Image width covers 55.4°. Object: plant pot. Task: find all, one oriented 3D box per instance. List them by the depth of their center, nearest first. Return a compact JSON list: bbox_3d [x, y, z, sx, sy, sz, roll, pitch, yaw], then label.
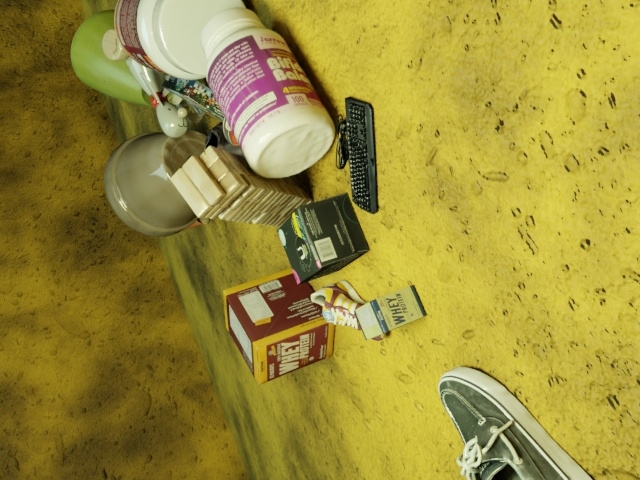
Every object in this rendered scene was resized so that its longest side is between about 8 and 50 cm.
[{"bbox_3d":[-0.435,-0.192,1.802,0.280,0.323,0.323,-15,93,51],"label":"plant pot"},{"bbox_3d":[-0.599,-0.554,1.956,0.293,0.275,0.274,37,142,29],"label":"plant pot"}]

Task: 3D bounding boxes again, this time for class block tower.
[{"bbox_3d":[-0.129,-0.092,1.150,0.091,0.335,0.097,-42,75,17],"label":"block tower"}]

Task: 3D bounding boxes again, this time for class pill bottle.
[{"bbox_3d":[-0.108,-0.277,1.115,0.301,0.169,0.169,62,155,22],"label":"pill bottle"},{"bbox_3d":[-0.314,-0.479,1.362,0.392,0.224,0.224,34,137,56],"label":"pill bottle"}]

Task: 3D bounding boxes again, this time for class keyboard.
[{"bbox_3d":[0.053,-0.140,1.021,0.100,0.038,0.192,37,138,54],"label":"keyboard"}]

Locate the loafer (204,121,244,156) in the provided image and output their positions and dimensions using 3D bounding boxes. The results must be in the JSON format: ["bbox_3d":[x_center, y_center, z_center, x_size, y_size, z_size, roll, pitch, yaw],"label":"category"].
[{"bbox_3d":[-0.261,-0.247,1.577,0.302,0.095,0.109,19,124,62],"label":"loafer"}]

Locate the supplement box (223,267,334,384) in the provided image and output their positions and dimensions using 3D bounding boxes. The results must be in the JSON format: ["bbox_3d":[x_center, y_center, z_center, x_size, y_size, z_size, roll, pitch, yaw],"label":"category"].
[{"bbox_3d":[-0.097,0.191,1.405,0.194,0.191,0.129,52,150,41],"label":"supplement box"}]

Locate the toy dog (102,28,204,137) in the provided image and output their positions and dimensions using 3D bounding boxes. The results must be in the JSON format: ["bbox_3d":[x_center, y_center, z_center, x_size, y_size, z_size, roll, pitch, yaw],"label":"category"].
[{"bbox_3d":[-0.426,-0.458,1.632,0.333,0.220,0.161,48,128,-7],"label":"toy dog"}]

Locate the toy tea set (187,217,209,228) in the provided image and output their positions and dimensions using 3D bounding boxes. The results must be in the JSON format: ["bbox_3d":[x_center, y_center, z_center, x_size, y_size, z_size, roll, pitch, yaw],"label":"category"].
[{"bbox_3d":[-0.452,-0.207,2.023,0.336,0.124,0.200,60,-162,-14],"label":"toy tea set"}]

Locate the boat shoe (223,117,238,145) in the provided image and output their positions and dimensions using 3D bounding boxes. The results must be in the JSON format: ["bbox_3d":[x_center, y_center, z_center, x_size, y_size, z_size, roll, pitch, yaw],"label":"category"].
[{"bbox_3d":[-0.189,-0.270,1.368,0.043,0.049,0.137,46,141,43],"label":"boat shoe"}]

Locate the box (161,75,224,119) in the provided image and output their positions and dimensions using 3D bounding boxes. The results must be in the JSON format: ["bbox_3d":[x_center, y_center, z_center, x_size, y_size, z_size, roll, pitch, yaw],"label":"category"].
[{"bbox_3d":[-0.281,-0.341,1.489,0.044,0.159,0.233,-59,34,2],"label":"box"}]

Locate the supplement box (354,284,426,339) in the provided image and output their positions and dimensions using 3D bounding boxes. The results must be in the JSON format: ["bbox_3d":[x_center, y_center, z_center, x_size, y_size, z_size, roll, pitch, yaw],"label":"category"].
[{"bbox_3d":[0.114,0.120,1.013,0.056,0.083,0.083,67,158,10],"label":"supplement box"}]

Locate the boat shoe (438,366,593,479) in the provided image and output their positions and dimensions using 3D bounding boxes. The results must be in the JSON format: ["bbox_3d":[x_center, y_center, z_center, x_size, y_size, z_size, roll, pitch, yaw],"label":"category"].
[{"bbox_3d":[0.243,0.295,0.822,0.306,0.105,0.113,49,148,43],"label":"boat shoe"}]

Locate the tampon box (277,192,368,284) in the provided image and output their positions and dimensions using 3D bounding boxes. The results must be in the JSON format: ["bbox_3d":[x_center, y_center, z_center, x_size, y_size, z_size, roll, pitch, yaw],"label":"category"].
[{"bbox_3d":[0.000,0.000,1.159,0.120,0.101,0.161,69,157,9],"label":"tampon box"}]

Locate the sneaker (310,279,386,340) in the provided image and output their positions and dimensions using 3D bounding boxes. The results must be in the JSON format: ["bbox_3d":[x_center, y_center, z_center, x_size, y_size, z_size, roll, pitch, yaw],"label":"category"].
[{"bbox_3d":[0.052,0.144,1.171,0.185,0.084,0.069,38,139,54],"label":"sneaker"}]
